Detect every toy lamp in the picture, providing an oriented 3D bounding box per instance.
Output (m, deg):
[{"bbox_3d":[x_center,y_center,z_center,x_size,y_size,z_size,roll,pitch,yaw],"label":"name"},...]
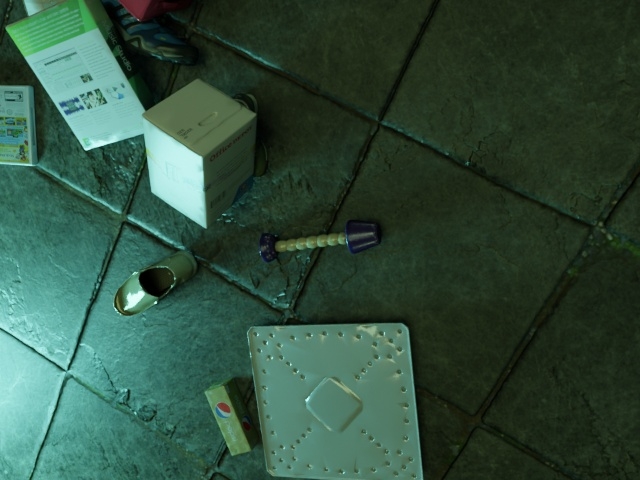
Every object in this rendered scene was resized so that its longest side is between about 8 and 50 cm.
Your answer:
[{"bbox_3d":[0.000,0.000,1.294,0.275,0.080,0.080,-5,98,20],"label":"toy lamp"}]

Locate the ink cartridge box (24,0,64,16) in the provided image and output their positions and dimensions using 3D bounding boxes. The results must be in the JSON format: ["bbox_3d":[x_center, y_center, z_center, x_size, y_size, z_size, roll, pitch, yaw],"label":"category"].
[{"bbox_3d":[-0.584,-0.464,1.348,0.181,0.056,0.224,13,128,18],"label":"ink cartridge box"}]

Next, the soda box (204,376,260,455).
[{"bbox_3d":[-0.223,0.447,1.452,0.061,0.058,0.181,-21,93,19],"label":"soda box"}]

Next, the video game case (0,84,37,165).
[{"bbox_3d":[-0.859,-0.309,1.526,0.227,0.026,0.206,5,101,15],"label":"video game case"}]

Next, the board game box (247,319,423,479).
[{"bbox_3d":[0.036,0.381,1.365,0.390,0.050,0.390,-4,99,17],"label":"board game box"}]

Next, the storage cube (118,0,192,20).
[{"bbox_3d":[-0.351,-0.612,1.191,0.215,0.183,0.193,47,130,-5],"label":"storage cube"}]

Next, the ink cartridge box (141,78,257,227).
[{"bbox_3d":[-0.255,-0.185,1.227,0.168,0.171,0.232,33,145,14],"label":"ink cartridge box"}]

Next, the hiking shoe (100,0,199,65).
[{"bbox_3d":[-0.403,-0.501,1.304,0.304,0.113,0.132,28,107,10],"label":"hiking shoe"}]

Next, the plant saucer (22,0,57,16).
[{"bbox_3d":[-0.629,-0.544,1.370,0.199,0.036,0.198,21,136,21],"label":"plant saucer"}]

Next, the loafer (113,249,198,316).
[{"bbox_3d":[-0.432,0.111,1.436,0.268,0.092,0.102,-34,89,20],"label":"loafer"}]

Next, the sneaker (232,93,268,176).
[{"bbox_3d":[-0.172,-0.237,1.295,0.064,0.086,0.192,-5,99,18],"label":"sneaker"}]

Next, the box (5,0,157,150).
[{"bbox_3d":[-0.532,-0.379,1.316,0.232,0.058,0.322,-9,125,24],"label":"box"}]
